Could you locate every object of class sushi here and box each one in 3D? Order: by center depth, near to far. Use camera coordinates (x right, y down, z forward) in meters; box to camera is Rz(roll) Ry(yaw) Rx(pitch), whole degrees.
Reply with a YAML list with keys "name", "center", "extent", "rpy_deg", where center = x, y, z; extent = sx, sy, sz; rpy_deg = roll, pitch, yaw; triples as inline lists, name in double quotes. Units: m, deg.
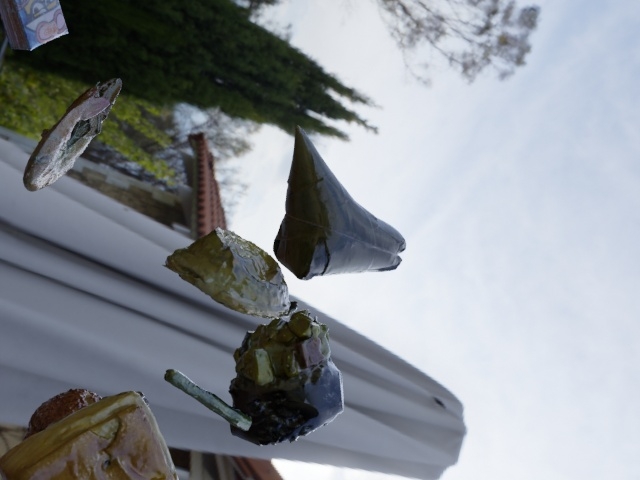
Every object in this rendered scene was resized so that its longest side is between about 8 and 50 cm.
- name: "sushi"
  center: [-0.107, 0.348, 1.833]
  extent: [0.328, 0.329, 0.285]
  rpy_deg: [-77, 148, -78]

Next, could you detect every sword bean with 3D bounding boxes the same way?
- name: "sword bean"
  center: [-0.246, 0.357, 1.541]
  extent: [0.038, 0.269, 0.043]
  rpy_deg: [-54, -144, -11]

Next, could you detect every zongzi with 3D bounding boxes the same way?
- name: "zongzi"
  center: [0.055, -0.077, 1.397]
  extent: [0.145, 0.274, 0.299]
  rpy_deg: [25, -67, 57]

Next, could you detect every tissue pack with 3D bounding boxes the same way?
- name: "tissue pack"
  center: [-0.560, -0.458, 1.328]
  extent: [0.115, 0.065, 0.155]
  rpy_deg: [-53, 145, -48]

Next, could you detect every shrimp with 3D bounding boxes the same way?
- name: "shrimp"
  center: [-0.435, -0.198, 1.215]
  extent: [0.267, 0.061, 0.145]
  rpy_deg: [-55, -179, -27]

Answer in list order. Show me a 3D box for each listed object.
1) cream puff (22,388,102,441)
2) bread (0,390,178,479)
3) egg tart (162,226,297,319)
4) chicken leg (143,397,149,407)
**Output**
- name: "cream puff"
  center: [-0.587, 0.456, 1.571]
  extent: [0.240, 0.164, 0.239]
  rpy_deg: [-14, -108, 50]
- name: "bread"
  center: [-0.347, 0.365, 1.056]
  extent: [0.210, 0.235, 0.099]
  rpy_deg: [68, -21, -4]
- name: "egg tart"
  center: [-0.136, 0.047, 1.135]
  extent: [0.232, 0.252, 0.098]
  rpy_deg: [35, -80, 43]
- name: "chicken leg"
  center: [-0.529, 0.494, 2.065]
  extent: [0.021, 0.036, 0.083]
  rpy_deg: [15, -75, 29]
